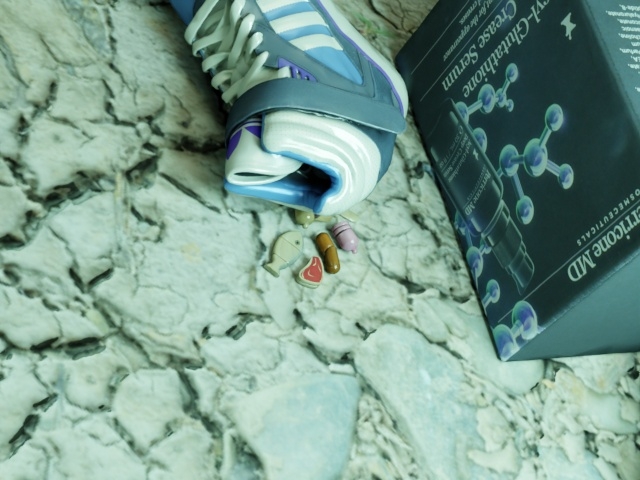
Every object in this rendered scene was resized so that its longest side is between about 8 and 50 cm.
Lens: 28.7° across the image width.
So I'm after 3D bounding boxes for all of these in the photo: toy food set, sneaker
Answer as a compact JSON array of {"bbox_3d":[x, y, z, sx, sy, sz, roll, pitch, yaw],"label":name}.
[{"bbox_3d":[0.000,0.000,1.232,0.078,0.019,0.122,32,50,-7],"label":"toy food set"},{"bbox_3d":[-0.065,-0.160,1.217,0.322,0.130,0.236,40,40,-7],"label":"sneaker"}]

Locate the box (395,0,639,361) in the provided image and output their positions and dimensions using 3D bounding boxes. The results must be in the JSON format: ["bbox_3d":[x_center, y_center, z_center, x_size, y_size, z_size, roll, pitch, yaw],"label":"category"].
[{"bbox_3d":[0.279,-0.116,1.284,0.212,0.293,0.396,-2,61,-29],"label":"box"}]
